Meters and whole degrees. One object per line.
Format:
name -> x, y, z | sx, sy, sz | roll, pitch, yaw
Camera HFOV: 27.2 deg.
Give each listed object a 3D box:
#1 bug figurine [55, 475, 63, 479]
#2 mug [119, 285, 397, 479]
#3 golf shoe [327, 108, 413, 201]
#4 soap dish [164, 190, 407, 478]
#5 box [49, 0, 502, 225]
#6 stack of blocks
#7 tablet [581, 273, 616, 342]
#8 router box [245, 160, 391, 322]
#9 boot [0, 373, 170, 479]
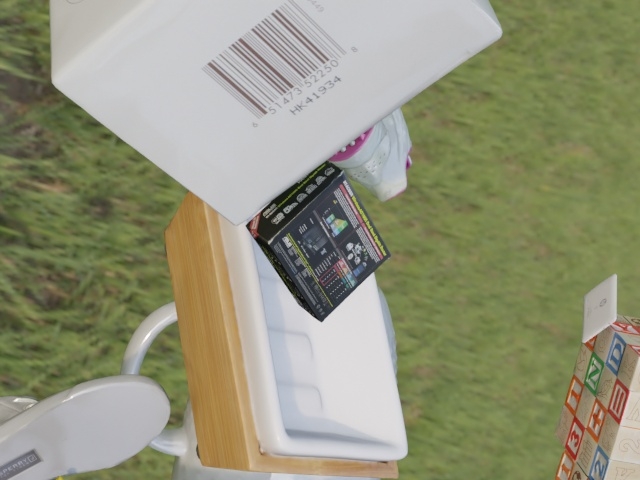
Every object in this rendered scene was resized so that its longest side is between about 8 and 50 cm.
bug figurine -> -0.343, 0.263, 1.131 | 0.072, 0.279, 0.216 | -48, -155, 48
mug -> -0.079, 0.196, 1.749 | 0.276, 0.374, 0.328 | -139, -119, -71
golf shoe -> 0.076, -0.172, 1.960 | 0.140, 0.115, 0.306 | 48, 31, -25
soap dish -> -0.037, 0.098, 1.309 | 0.229, 0.118, 0.290 | 14, 57, -50
box -> -0.050, -0.219, 0.881 | 0.168, 0.215, 0.345 | 39, 26, -38
stack of blocks -> 0.349, 0.252, 1.581 | 0.171, 0.087, 0.297 | -117, -141, -73
tablet -> 0.325, 0.078, 1.542 | 0.054, 0.006, 0.083 | -43, -160, 36
router box -> 0.000, 0.000, 1.163 | 0.092, 0.038, 0.122 | -43, 135, -12
boot -> -0.276, 0.180, 1.307 | 0.123, 0.258, 0.095 | -118, -174, -64
